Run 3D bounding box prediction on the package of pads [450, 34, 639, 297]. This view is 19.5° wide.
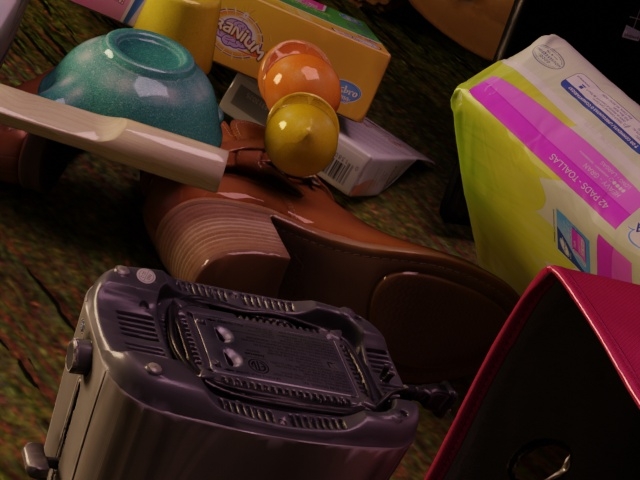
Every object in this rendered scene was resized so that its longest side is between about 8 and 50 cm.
[{"bbox_3d":[0.201,0.019,1.330,0.101,0.296,0.229,-33,53,-13],"label":"package of pads"}]

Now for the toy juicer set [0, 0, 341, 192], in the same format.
[{"bbox_3d":[-0.100,-0.080,1.305,0.209,0.089,0.329,27,28,12],"label":"toy juicer set"}]

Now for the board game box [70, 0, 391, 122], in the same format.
[{"bbox_3d":[-0.105,-0.208,1.621,0.317,0.064,0.242,22,11,-9],"label":"board game box"}]

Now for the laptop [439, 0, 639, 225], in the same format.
[{"bbox_3d":[0.259,-0.223,1.707,0.382,0.407,0.236,8,18,-37],"label":"laptop"}]

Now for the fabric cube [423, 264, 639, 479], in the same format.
[{"bbox_3d":[0.208,0.197,0.911,0.258,0.254,0.259,11,30,-24],"label":"fabric cube"}]

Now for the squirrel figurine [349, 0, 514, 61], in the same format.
[{"bbox_3d":[0.193,-0.384,1.941,0.370,0.397,0.281,-48,118,-34],"label":"squirrel figurine"}]

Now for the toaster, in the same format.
[{"bbox_3d":[-0.050,0.114,1.055,0.227,0.146,0.129,11,31,-27],"label":"toaster"}]

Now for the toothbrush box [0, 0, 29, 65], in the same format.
[{"bbox_3d":[-0.370,-0.184,1.336,0.296,0.126,0.216,24,26,-8],"label":"toothbrush box"}]

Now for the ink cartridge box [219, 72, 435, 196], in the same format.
[{"bbox_3d":[0.008,-0.092,1.627,0.145,0.045,0.179,35,11,17],"label":"ink cartridge box"}]

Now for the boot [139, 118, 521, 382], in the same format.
[{"bbox_3d":[0.000,0.000,1.385,0.283,0.109,0.220,6,28,-22],"label":"boot"}]

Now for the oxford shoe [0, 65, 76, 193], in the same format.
[{"bbox_3d":[-0.209,-0.102,1.397,0.076,0.076,0.212,11,23,8],"label":"oxford shoe"}]
